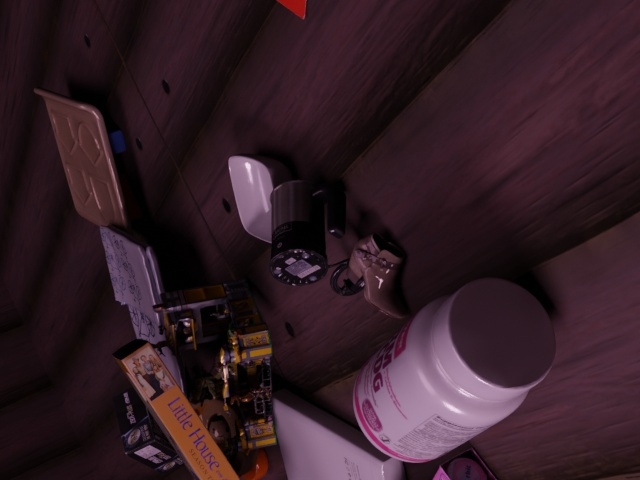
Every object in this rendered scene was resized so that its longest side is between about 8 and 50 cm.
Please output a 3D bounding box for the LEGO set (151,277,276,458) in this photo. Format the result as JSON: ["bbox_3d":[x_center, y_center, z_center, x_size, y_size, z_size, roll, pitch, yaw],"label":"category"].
[{"bbox_3d":[-0.200,0.234,1.791,0.255,0.192,0.331,-113,18,-45],"label":"LEGO set"}]

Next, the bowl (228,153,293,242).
[{"bbox_3d":[-0.084,-0.073,1.570,0.142,0.053,0.142,18,127,55],"label":"bowl"}]

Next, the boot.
[{"bbox_3d":[0.090,0.047,1.370,0.118,0.042,0.087,38,129,2],"label":"boot"}]

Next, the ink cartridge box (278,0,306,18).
[{"bbox_3d":[-0.073,-0.399,1.320,0.145,0.045,0.179,43,141,38],"label":"ink cartridge box"}]

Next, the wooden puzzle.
[{"bbox_3d":[-0.498,-0.172,2.202,0.322,0.081,0.347,23,135,53],"label":"wooden puzzle"}]

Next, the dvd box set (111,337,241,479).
[{"bbox_3d":[-0.234,0.368,1.802,0.420,0.062,0.307,57,165,-4],"label":"dvd box set"}]

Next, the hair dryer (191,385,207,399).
[{"bbox_3d":[-0.288,0.442,2.283,0.223,0.080,0.293,46,145,35],"label":"hair dryer"}]

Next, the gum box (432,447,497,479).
[{"bbox_3d":[0.228,0.395,1.362,0.188,0.062,0.107,52,149,26],"label":"gum box"}]

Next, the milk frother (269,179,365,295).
[{"bbox_3d":[0.000,0.000,1.444,0.143,0.129,0.134,55,-154,-46],"label":"milk frother"}]

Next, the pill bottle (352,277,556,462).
[{"bbox_3d":[0.158,0.160,1.208,0.160,0.160,0.283,59,151,14],"label":"pill bottle"}]

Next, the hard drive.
[{"bbox_3d":[0.038,0.416,1.729,0.353,0.047,0.233,17,125,55],"label":"hard drive"}]

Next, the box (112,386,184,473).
[{"bbox_3d":[-0.380,0.426,2.239,0.180,0.078,0.147,52,-166,-57],"label":"box"}]

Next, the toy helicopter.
[{"bbox_3d":[-0.253,0.357,2.090,0.355,0.140,0.234,26,116,42],"label":"toy helicopter"}]

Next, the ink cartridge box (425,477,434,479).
[{"bbox_3d":[0.179,0.529,1.471,0.275,0.060,0.239,61,144,31],"label":"ink cartridge box"}]

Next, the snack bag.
[{"bbox_3d":[-0.371,0.145,2.071,0.323,0.037,0.342,19,124,61],"label":"snack bag"}]
